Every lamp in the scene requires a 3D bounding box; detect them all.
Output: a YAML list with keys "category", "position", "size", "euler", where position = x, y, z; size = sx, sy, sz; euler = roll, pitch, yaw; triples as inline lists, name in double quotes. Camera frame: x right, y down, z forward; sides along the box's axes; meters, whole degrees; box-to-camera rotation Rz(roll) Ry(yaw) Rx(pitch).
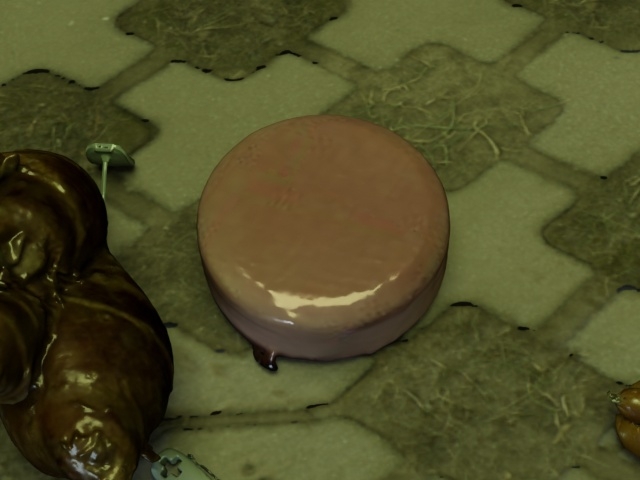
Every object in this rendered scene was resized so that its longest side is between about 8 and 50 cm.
- category: "lamp"
  position: [-0.217, -0.004, 1.155]
  size: [0.050, 0.056, 0.198]
  euler: [0, 70, 3]

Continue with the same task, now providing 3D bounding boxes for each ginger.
- category: "ginger"
  position: [-0.235, 0.054, 0.972]
  size: [0.152, 0.274, 0.357]
  euler: [-27, 72, 2]

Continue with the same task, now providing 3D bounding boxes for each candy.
- category: "candy"
  position: [0.000, 0.000, 1.101]
  size: [0.255, 0.094, 0.255]
  euler: [-1, 59, 1]

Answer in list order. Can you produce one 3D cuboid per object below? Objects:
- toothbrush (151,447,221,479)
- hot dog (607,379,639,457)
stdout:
- category: "toothbrush"
  position: [0.009, 0.304, 0.949]
  size: [0.418, 0.040, 0.042]
  euler: [37, 69, 21]
- category: "hot dog"
  position: [0.379, 0.174, 0.996]
  size: [0.269, 0.072, 0.109]
  euler: [13, 58, 9]
